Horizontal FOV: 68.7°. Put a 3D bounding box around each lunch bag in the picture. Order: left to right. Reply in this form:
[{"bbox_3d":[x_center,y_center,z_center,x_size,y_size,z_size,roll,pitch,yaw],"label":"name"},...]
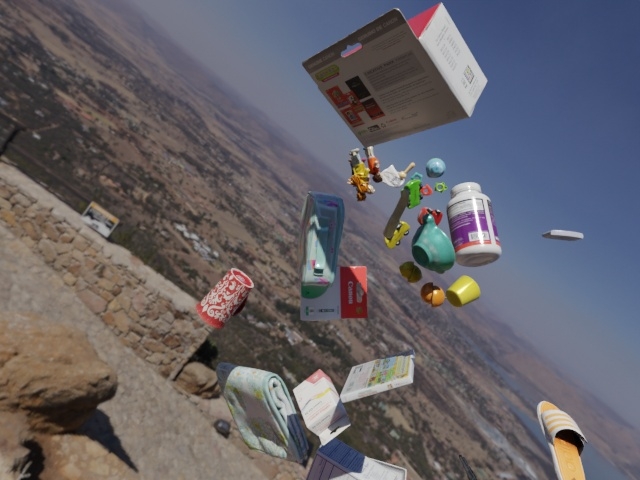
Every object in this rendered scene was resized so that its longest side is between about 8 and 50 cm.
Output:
[{"bbox_3d":[0.000,0.000,1.382,0.108,0.279,0.224,5,9,-11],"label":"lunch bag"}]

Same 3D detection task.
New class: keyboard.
[{"bbox_3d":[0.438,0.691,1.333,0.108,0.023,0.180,-109,173,-50],"label":"keyboard"}]

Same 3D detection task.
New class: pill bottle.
[{"bbox_3d":[0.615,-0.066,1.905,0.181,0.181,0.323,31,50,-50],"label":"pill bottle"}]

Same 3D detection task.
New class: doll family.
[{"bbox_3d":[0.143,-0.229,1.691,0.263,0.118,0.163,110,-34,-81],"label":"doll family"}]

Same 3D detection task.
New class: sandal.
[{"bbox_3d":[0.661,0.537,1.241,0.102,0.076,0.265,18,36,-7],"label":"sandal"}]

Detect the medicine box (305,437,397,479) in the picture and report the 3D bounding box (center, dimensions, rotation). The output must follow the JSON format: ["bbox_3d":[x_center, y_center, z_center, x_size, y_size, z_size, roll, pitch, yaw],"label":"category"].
[{"bbox_3d":[0.090,0.921,1.707,0.289,0.263,0.149,23,10,22],"label":"medicine box"}]

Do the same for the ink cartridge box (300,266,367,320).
[{"bbox_3d":[0.045,0.174,1.559,0.225,0.181,0.056,-1,-6,1],"label":"ink cartridge box"}]

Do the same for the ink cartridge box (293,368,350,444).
[{"bbox_3d":[0.002,0.512,1.444,0.067,0.115,0.198,49,3,-34],"label":"ink cartridge box"}]

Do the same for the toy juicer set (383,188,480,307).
[{"bbox_3d":[0.276,0.029,1.245,0.329,0.089,0.209,61,-25,3],"label":"toy juicer set"}]

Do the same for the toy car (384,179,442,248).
[{"bbox_3d":[0.293,-0.106,1.512,0.053,0.239,0.225,43,-27,44],"label":"toy car"}]

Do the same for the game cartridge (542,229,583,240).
[{"bbox_3d":[0.623,-0.013,1.201,0.083,0.017,0.056,7,-5,0],"label":"game cartridge"}]

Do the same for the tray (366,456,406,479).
[{"bbox_3d":[0.257,1.036,2.038,0.270,0.145,0.030,-4,-17,40],"label":"tray"}]

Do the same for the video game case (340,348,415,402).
[{"bbox_3d":[0.174,0.393,1.371,0.227,0.206,0.026,-22,91,-76],"label":"video game case"}]

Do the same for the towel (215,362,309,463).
[{"bbox_3d":[-0.223,0.634,1.727,0.090,0.320,0.374,-33,111,-46],"label":"towel"}]

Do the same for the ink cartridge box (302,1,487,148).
[{"bbox_3d":[0.156,-0.374,1.042,0.309,0.130,0.272,-5,-42,50],"label":"ink cartridge box"}]

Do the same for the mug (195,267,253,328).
[{"bbox_3d":[-0.295,0.177,1.496,0.113,0.169,0.150,41,9,5],"label":"mug"}]

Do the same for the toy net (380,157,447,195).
[{"bbox_3d":[0.324,-0.217,1.647,0.045,0.232,0.122,-62,145,-72],"label":"toy net"}]
